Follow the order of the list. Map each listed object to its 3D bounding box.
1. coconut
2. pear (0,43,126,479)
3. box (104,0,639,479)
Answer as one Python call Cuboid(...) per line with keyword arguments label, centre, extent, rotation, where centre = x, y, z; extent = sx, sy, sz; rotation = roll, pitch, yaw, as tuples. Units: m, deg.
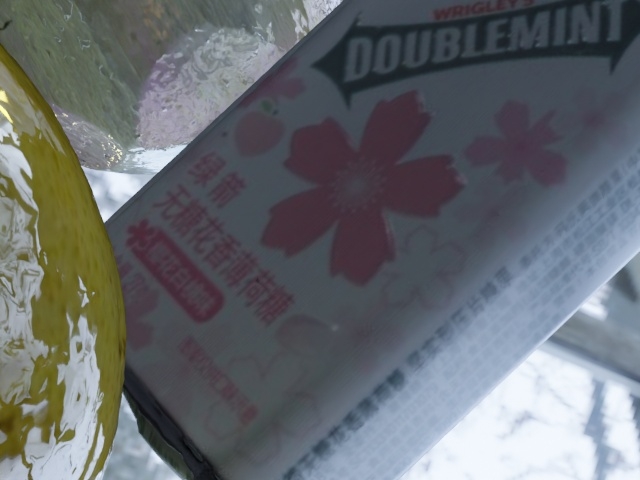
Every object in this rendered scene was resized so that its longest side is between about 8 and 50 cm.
Cuboid(label="coconut", centre=(-0.104, -0.146, 1.064), extent=(0.227, 0.230, 0.227), rotation=(-18, -156, 8))
Cuboid(label="pear", centre=(-0.210, 0.036, 0.572), extent=(0.314, 0.314, 0.314), rotation=(-30, -132, 41))
Cuboid(label="box", centre=(0.054, -0.029, 0.869), extent=(0.370, 0.112, 0.190), rotation=(-43, -130, -2))
